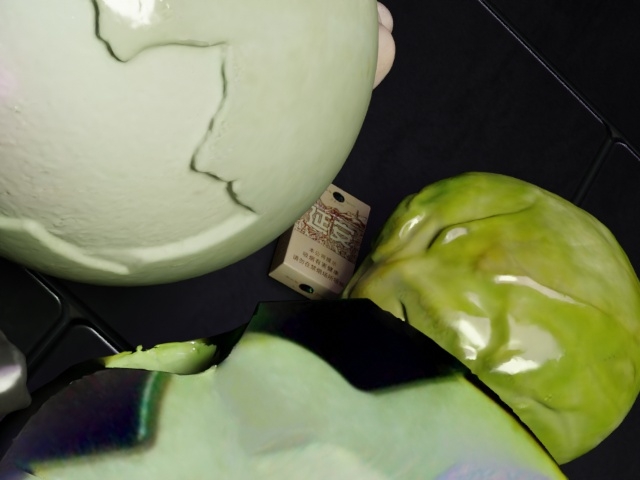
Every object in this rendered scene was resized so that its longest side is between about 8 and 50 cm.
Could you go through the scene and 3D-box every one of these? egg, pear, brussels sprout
[{"bbox_3d":[-0.110,-0.114,0.784,0.278,0.278,0.336,62,5,9],"label":"egg"},{"bbox_3d":[-0.035,0.234,0.760,0.398,0.165,0.399,19,53,-28],"label":"pear"},{"bbox_3d":[0.119,0.053,0.981,0.223,0.161,0.223,13,66,-30],"label":"brussels sprout"}]

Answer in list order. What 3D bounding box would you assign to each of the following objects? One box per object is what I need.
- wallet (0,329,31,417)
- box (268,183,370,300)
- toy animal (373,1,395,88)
[{"bbox_3d":[-0.331,0.061,0.637,0.377,0.051,0.197,-15,40,-29],"label":"wallet"},{"bbox_3d":[0.000,0.000,1.018,0.053,0.024,0.083,30,53,-20],"label":"box"},{"bbox_3d":[0.004,-0.150,1.044,0.124,0.124,0.212,47,51,-5],"label":"toy animal"}]
